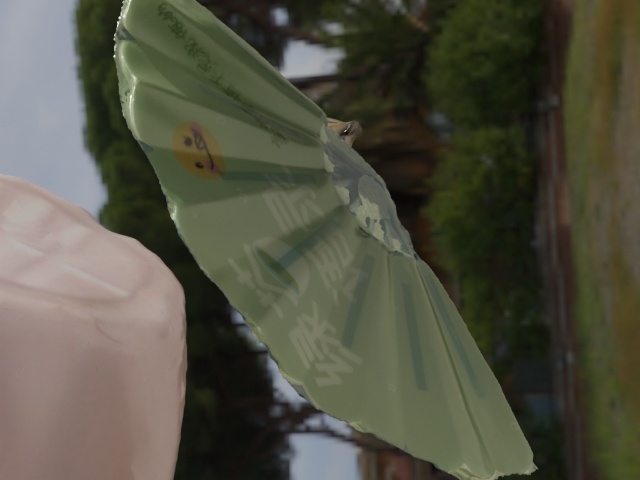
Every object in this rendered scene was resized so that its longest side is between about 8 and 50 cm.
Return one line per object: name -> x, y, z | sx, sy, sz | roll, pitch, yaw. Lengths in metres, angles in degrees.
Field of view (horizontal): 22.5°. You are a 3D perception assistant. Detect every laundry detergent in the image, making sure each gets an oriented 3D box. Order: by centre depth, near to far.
laundry detergent -> -0.144, 0.140, 0.487 | 0.088, 0.159, 0.335 | -36, -33, -64

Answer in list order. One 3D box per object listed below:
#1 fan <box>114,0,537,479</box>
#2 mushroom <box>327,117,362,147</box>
fan -> 0.000, 0.000, 0.579 | 0.240, 0.009, 0.131 | 52, -145, -3
mushroom -> -0.032, -0.025, 0.926 | 0.210, 0.094, 0.072 | 97, -171, -63
